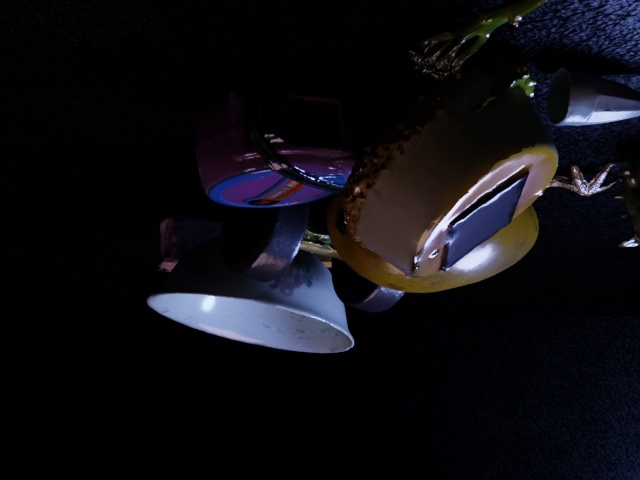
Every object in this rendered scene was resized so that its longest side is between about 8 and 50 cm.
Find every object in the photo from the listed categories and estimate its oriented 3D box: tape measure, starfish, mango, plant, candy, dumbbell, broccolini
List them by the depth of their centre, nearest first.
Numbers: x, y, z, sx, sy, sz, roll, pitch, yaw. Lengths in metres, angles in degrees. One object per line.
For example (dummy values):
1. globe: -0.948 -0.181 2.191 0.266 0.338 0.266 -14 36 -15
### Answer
1. broccolini: 0.183 -0.225 0.997 0.067 0.058 0.216 15 162 -35
2. tape measure: -0.050 -0.133 1.300 0.245 0.149 0.231 2 168 -33
3. plant: 0.633 -0.054 1.469 0.333 0.180 0.251 5 179 -28
4. mango: 0.198 -0.032 1.516 0.300 0.232 0.446 -7 175 37
5. starfish: 0.461 -0.097 1.576 0.130 0.041 0.133 6 168 -21
6. dumbbell: 0.000 0.000 1.694 0.322 0.203 0.204 17 162 -30
7. candy: -0.231 0.021 2.115 0.265 0.115 0.155 8 166 -22

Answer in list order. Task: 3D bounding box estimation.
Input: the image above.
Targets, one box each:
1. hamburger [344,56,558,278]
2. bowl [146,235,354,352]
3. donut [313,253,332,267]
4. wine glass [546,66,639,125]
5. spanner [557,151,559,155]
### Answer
1. hamburger: 0.158 -0.091 1.175 0.294 0.179 0.276 -36 159 -9
2. bowl: -0.124 0.084 1.919 0.435 0.196 0.435 11 164 3
3. donut: 0.057 0.051 2.306 0.146 0.078 0.181 -7 158 37
4. wine glass: 0.368 -0.176 1.167 0.155 0.073 0.073 2 169 -13
5. spanner: 0.362 -0.105 1.618 0.087 0.024 0.316 2 167 -2
